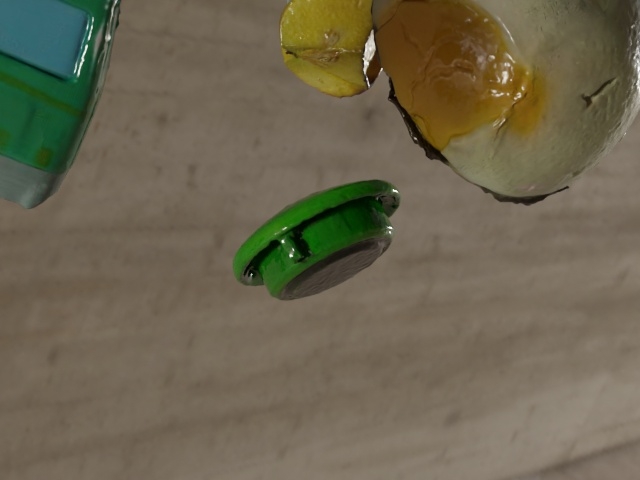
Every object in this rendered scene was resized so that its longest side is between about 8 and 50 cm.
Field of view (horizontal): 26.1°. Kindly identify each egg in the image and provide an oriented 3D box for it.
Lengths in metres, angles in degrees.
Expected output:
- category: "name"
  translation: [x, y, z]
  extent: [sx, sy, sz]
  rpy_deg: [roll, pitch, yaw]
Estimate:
- category: "egg"
  translation: [0.226, -0.218, 1.417]
  extent: [0.337, 0.337, 0.201]
  rpy_deg: [13, 162, -26]

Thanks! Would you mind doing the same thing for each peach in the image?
- category: "peach"
  translation: [0.020, -0.254, 1.649]
  extent: [0.151, 0.151, 0.118]
  rpy_deg: [22, -132, -3]

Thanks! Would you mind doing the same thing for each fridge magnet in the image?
- category: "fridge magnet"
  translation: [0.000, 0.000, 1.543]
  extent: [0.208, 0.208, 0.088]
  rpy_deg: [-7, -116, -54]

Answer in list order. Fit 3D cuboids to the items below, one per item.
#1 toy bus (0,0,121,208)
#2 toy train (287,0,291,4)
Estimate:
- category: "toy bus"
  translation: [-0.245, -0.182, 1.050]
  extent: [0.183, 0.199, 0.343]
  rpy_deg: [22, -162, -15]
- category: "toy train"
  translation: [0.050, -0.296, 1.840]
  extent: [0.207, 0.043, 0.047]
  rpy_deg: [11, -121, 17]
